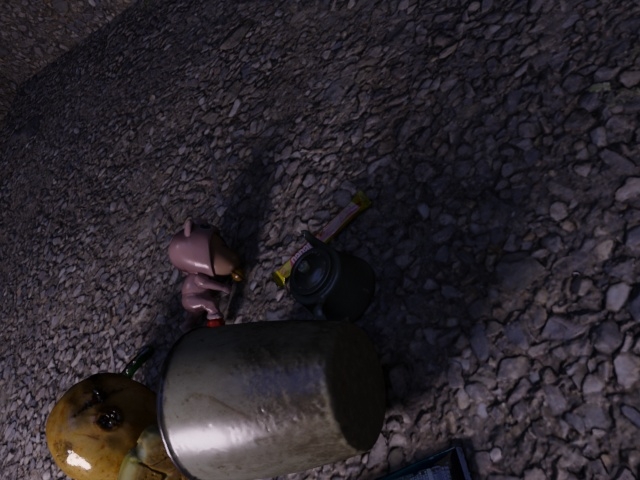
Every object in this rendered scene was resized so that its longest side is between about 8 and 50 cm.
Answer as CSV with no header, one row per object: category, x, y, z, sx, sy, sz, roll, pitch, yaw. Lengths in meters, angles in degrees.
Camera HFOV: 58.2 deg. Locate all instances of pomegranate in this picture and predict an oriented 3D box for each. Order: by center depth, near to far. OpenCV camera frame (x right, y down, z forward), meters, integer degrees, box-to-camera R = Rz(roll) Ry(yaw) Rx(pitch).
pomegranate,-0.472,0.421,1.283,0.261,0.260,0.260,-20,53,30

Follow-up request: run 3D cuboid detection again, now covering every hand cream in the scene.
hand cream,0.121,0.429,0.928,0.271,0.061,0.120,-27,52,19

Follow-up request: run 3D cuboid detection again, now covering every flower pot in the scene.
flower pot,-0.071,0.278,1.031,0.331,0.293,0.293,-13,57,26

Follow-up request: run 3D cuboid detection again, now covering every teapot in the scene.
teapot,0.007,0.085,1.161,0.163,0.149,0.239,-29,49,23

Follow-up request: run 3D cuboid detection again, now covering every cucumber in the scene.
cucumber,-0.503,0.343,1.517,0.184,0.033,0.036,-50,19,4

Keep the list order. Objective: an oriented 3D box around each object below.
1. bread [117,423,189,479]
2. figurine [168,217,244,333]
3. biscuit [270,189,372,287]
bread,-0.311,0.481,1.180,0.105,0.214,0.213,138,152,-69
figurine,-0.280,0.089,1.425,0.186,0.176,0.287,0,77,-5
biscuit,0.000,0.000,1.307,0.292,0.026,0.048,-43,64,11
